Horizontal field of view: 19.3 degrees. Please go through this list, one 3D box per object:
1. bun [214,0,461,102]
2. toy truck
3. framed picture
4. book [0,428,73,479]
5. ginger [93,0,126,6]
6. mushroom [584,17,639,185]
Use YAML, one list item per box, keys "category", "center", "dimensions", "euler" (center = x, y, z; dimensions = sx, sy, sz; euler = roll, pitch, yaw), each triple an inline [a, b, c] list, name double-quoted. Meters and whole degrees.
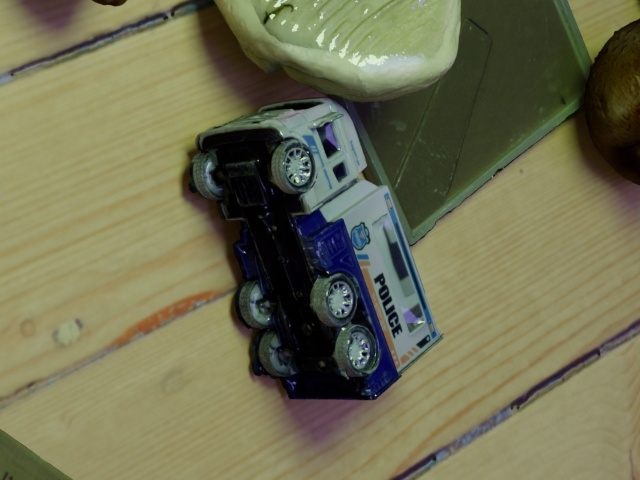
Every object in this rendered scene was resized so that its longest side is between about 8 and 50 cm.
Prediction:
- category: "bun"
  center: [0.015, -0.214, 1.691]
  dimensions: [0.237, 0.116, 0.210]
  euler: [36, 61, 4]
- category: "toy truck"
  center: [0.000, 0.000, 1.692]
  dimensions: [0.155, 0.124, 0.268]
  euler: [-35, 113, -43]
- category: "framed picture"
  center: [0.140, -0.181, 1.878]
  dimensions: [0.335, 0.022, 0.247]
  euler: [-38, 112, -34]
- category: "book"
  center: [-0.310, 0.206, 1.482]
  dimensions: [0.231, 0.026, 0.161]
  euler: [41, 63, -32]
- category: "ginger"
  center: [-0.188, -0.357, 1.513]
  dimensions: [0.165, 0.172, 0.321]
  euler: [-18, 121, -49]
- category: "mushroom"
  center: [0.362, -0.158, 1.969]
  dimensions: [0.194, 0.138, 0.231]
  euler: [-56, 157, -17]
